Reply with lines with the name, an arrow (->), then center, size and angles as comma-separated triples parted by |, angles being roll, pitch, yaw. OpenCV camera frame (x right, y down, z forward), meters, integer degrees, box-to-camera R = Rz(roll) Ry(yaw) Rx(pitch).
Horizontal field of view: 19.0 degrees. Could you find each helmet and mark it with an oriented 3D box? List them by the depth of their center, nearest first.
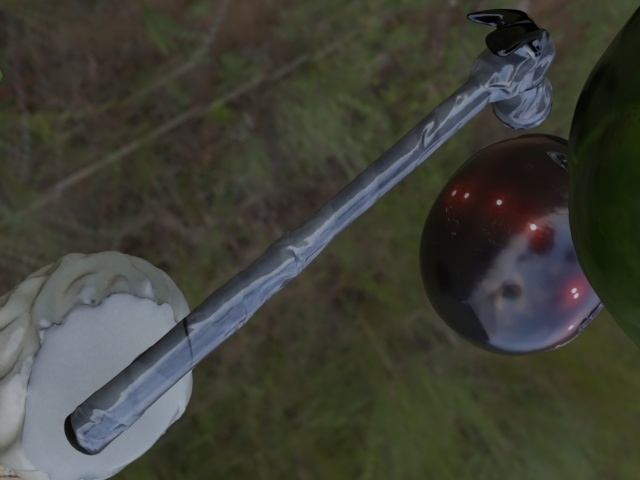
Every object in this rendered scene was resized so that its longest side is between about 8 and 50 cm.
helmet -> 0.192, 0.006, 1.811 | 0.216, 0.189, 0.193 | -58, 165, 19

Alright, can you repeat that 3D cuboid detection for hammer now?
hammer -> -0.001, -0.001, 1.289 | 0.427, 0.044, 0.152 | -42, 159, -7

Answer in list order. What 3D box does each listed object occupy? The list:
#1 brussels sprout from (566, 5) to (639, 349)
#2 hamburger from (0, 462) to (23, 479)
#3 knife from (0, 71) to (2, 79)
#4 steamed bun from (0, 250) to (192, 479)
brussels sprout -> 0.309, -0.063, 1.202 | 0.355, 0.281, 0.289 | -51, 168, -9
hamburger -> -0.383, 0.198, 1.915 | 0.300, 0.300, 0.176 | 2, 115, -54
knife -> -0.280, -0.048, 1.321 | 0.184, 0.026, 0.022 | -49, -169, 2
steamed bun -> -0.180, 0.087, 1.403 | 0.182, 0.106, 0.183 | -17, 117, -35
